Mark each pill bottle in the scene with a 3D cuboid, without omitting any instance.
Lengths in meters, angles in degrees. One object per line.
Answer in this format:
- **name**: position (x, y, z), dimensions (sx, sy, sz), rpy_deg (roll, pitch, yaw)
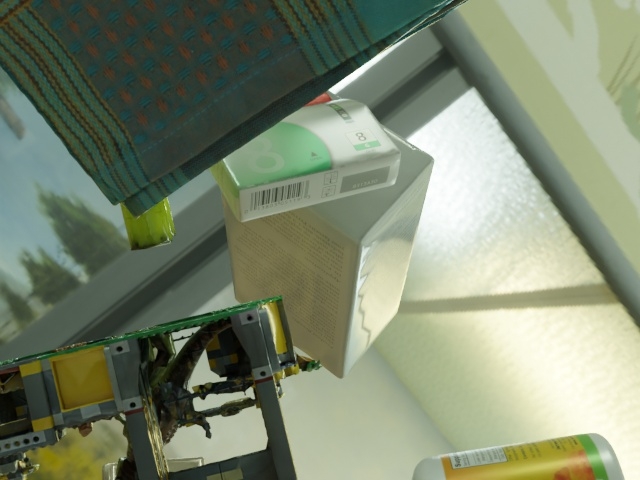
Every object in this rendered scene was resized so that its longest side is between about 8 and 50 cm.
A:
- **pill bottle**: position (0.167, 0.273, 0.849), dimensions (0.136, 0.245, 0.136), rpy_deg (-9, 90, -87)

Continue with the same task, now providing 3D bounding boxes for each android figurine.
- **android figurine**: position (-0.199, -0.127, 0.864), dimensions (0.248, 0.056, 0.273), rpy_deg (-142, -142, -81)

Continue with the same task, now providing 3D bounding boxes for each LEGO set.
- **LEGO set**: position (-0.139, 0.165, 0.626), dimensions (0.255, 0.331, 0.192), rpy_deg (158, -81, -77)

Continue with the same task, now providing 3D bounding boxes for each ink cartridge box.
- **ink cartridge box**: position (-0.045, -0.128, 0.931), dimensions (0.225, 0.181, 0.056), rpy_deg (59, -26, 35)

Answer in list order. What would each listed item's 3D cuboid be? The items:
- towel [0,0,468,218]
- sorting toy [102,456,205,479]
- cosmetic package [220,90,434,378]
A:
- **towel**: position (-0.116, -0.208, 0.419), dimensions (0.370, 0.271, 0.040), rpy_deg (52, 27, -17)
- **sorting toy**: position (-0.217, 0.372, 1.113), dimensions (0.047, 0.348, 0.196), rpy_deg (-11, -15, 31)
- **cosmetic package**: position (0.000, 0.000, 1.235), dimensions (0.230, 0.161, 0.453), rpy_deg (36, -25, 16)
